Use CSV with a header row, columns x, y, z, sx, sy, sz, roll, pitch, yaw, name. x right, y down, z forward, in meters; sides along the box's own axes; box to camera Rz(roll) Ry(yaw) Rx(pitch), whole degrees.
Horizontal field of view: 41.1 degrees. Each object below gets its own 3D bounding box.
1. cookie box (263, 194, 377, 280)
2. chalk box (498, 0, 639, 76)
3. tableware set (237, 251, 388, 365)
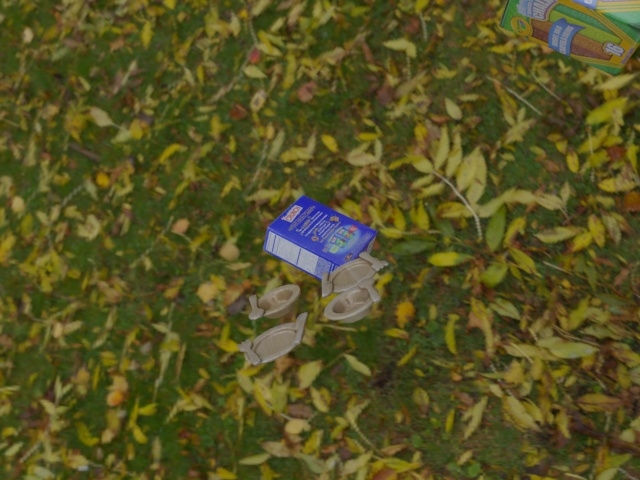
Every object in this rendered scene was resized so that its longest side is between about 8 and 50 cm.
x,y,z,sx,sy,sz,roll,pitch,yaw,name
0.000,0.000,1.027,0.107,0.092,0.040,28,129,14,cookie box
0.304,-0.319,1.041,0.213,0.132,0.132,25,81,9,chalk box
-0.007,0.063,0.846,0.169,0.020,0.141,-24,21,4,tableware set
